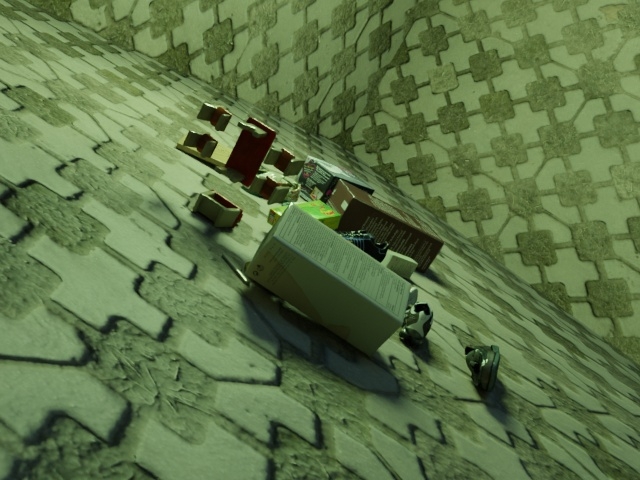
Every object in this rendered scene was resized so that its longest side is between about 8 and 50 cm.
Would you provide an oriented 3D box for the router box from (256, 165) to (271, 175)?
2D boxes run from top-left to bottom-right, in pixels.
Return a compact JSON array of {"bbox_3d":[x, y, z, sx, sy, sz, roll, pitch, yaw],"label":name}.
[{"bbox_3d":[-0.231,-0.238,2.377,0.092,0.038,0.122,35,15,23],"label":"router box"}]

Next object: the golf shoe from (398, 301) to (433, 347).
[{"bbox_3d":[0.242,0.189,1.729,0.077,0.094,0.198,29,12,0],"label":"golf shoe"}]

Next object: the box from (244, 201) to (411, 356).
[{"bbox_3d":[0.021,0.079,1.449,0.311,0.121,0.148,35,34,-7],"label":"box"}]

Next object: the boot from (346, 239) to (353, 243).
[{"bbox_3d":[0.000,0.000,1.948,0.152,0.073,0.197,30,10,15],"label":"boot"}]

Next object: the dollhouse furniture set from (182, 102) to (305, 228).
[{"bbox_3d":[-0.194,-0.164,1.711,0.262,0.259,0.135,34,17,14],"label":"dollhouse furniture set"}]

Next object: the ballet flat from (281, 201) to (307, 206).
[{"bbox_3d":[-0.037,-0.080,2.166,0.188,0.070,0.070,36,14,23],"label":"ballet flat"}]

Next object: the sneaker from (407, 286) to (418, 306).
[{"bbox_3d":[0.205,0.151,1.907,0.064,0.061,0.158,7,0,30],"label":"sneaker"}]

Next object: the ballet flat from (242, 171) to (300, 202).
[{"bbox_3d":[-0.149,-0.175,2.243,0.091,0.077,0.241,40,17,33],"label":"ballet flat"}]

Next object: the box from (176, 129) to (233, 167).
[{"bbox_3d":[-0.339,-0.280,2.251,0.201,0.021,0.164,23,22,-5],"label":"box"}]

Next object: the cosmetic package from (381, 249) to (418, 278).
[{"bbox_3d":[0.240,0.073,2.214,0.115,0.060,0.041,22,15,-38],"label":"cosmetic package"}]

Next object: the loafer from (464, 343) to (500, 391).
[{"bbox_3d":[0.374,0.293,1.686,0.084,0.096,0.267,13,2,14],"label":"loafer"}]

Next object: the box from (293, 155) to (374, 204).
[{"bbox_3d":[0.045,-0.187,2.564,0.247,0.142,0.163,15,21,-50],"label":"box"}]

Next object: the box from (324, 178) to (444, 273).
[{"bbox_3d":[0.211,-0.047,2.427,0.381,0.143,0.191,27,14,-21],"label":"box"}]

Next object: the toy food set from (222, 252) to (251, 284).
[{"bbox_3d":[-0.087,0.060,1.535,0.217,0.071,0.128,20,17,-36],"label":"toy food set"}]

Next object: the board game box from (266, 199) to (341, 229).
[{"bbox_3d":[-0.042,-0.058,1.899,0.181,0.043,0.092,-13,38,-43],"label":"board game box"}]

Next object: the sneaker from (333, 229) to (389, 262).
[{"bbox_3d":[0.094,0.003,2.088,0.232,0.091,0.081,24,15,-27],"label":"sneaker"}]
